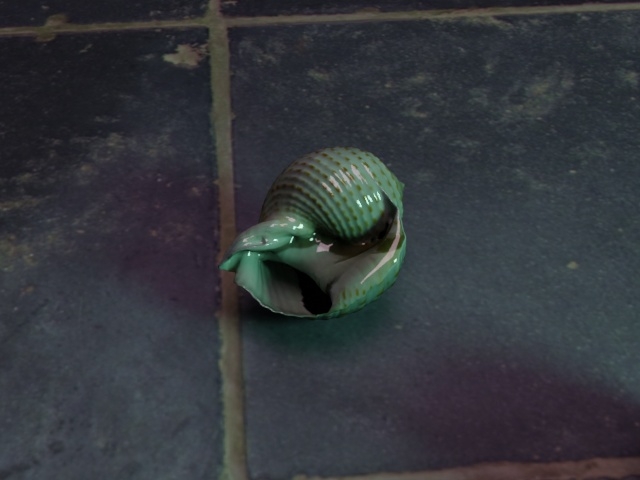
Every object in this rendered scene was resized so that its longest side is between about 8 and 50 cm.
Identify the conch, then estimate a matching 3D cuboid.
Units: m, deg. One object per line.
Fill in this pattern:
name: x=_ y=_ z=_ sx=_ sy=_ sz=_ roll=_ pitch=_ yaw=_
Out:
conch: x=0.004 y=0.001 z=1.100 sx=0.200 sy=0.131 sz=0.172 roll=-32 pitch=74 yaw=4
